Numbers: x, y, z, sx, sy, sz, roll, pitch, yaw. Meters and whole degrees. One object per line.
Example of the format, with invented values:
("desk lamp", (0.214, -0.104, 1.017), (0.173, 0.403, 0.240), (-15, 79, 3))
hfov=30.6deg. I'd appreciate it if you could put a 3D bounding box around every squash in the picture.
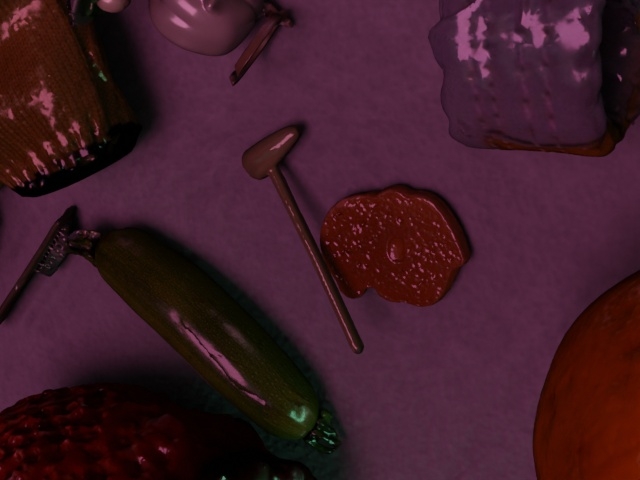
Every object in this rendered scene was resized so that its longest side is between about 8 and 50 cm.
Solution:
("squash", (-0.105, 0.079, 1.050), (0.318, 0.071, 0.080), (39, 126, 10))

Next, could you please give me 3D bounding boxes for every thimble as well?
("thimble", (0.148, -0.133, 0.772), (0.118, 0.127, 0.151), (8, 114, 29))

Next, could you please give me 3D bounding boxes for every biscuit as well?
("biscuit", (0.059, 0.005, 0.952), (0.130, 0.019, 0.102), (-2, 110, 31))

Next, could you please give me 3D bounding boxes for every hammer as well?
("hammer", (0.000, 0.000, 0.961), (0.060, 0.028, 0.195), (-29, 84, 36))

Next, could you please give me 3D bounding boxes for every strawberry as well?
("strawberry", (-0.175, 0.272, 1.065), (0.310, 0.292, 0.291), (1, 114, 58))

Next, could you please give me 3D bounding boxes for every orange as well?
("orange", (0.268, 0.134, 0.758), (0.261, 0.261, 0.261), (12, 117, 26))

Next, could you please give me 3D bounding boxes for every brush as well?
("brush", (-0.284, 0.037, 1.163), (0.027, 0.034, 0.190), (36, 125, -8))

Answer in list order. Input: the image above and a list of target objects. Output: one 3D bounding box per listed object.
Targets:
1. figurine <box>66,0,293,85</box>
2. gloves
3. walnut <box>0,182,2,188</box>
("figurine", (-0.103, -0.185, 0.914), (0.154, 0.132, 0.132), (33, 125, -2))
("gloves", (-0.297, -0.195, 0.990), (0.203, 0.155, 0.356), (-23, 114, 43))
("walnut", (-0.430, -0.050, 1.120), (0.222, 0.244, 0.269), (-126, 32, -49))
